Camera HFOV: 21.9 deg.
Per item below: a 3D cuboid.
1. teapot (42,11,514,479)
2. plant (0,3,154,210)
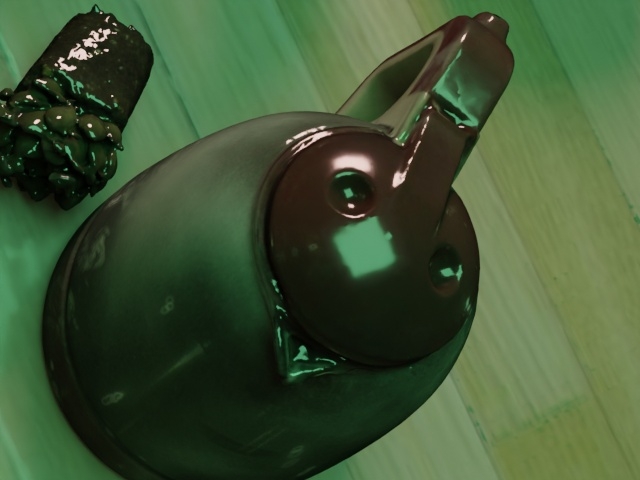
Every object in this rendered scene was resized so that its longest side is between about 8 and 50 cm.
[{"bbox_3d":[0.000,0.000,1.041,0.233,0.312,0.315,36,63,-13],"label":"teapot"},{"bbox_3d":[-0.171,-0.087,1.115,0.094,0.092,0.143,35,55,-20],"label":"plant"}]
